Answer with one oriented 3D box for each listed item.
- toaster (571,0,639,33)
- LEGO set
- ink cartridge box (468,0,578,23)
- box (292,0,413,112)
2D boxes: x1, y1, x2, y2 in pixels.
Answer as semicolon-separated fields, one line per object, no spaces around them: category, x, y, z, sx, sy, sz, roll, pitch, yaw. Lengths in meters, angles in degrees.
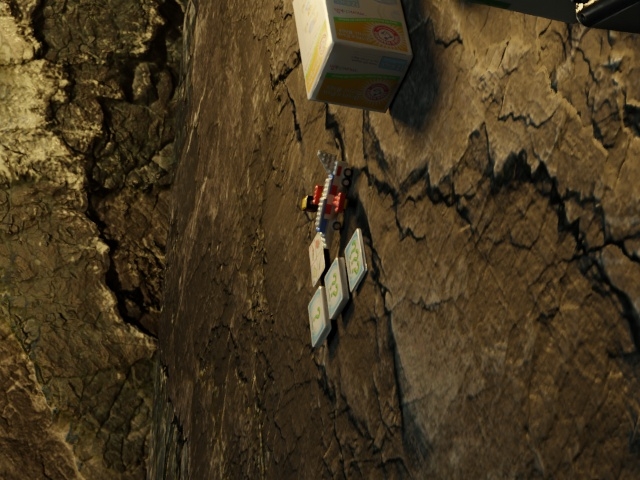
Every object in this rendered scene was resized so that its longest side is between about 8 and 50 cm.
toaster;0.267;-0.246;0.920;0.186;0.110;0.168;160;116;-72
LEGO set;0.000;0.000;1.829;0.182;0.060;0.244;119;154;-44
ink cartridge box;0.153;-0.283;1.255;0.208;0.153;0.086;-123;44;-65
box;0.040;-0.277;1.707;0.103;0.114;0.203;116;156;-44
